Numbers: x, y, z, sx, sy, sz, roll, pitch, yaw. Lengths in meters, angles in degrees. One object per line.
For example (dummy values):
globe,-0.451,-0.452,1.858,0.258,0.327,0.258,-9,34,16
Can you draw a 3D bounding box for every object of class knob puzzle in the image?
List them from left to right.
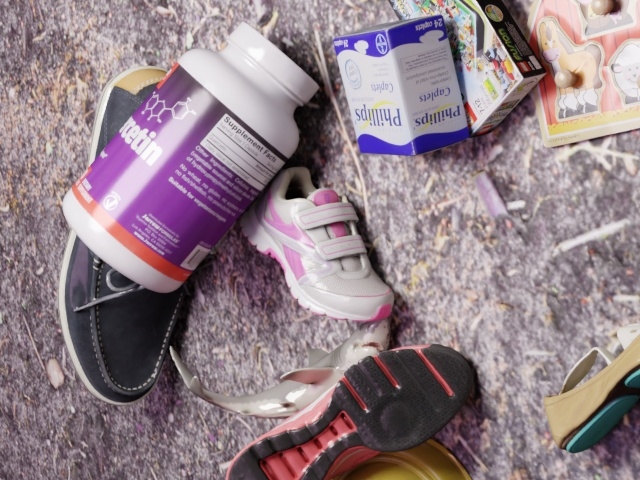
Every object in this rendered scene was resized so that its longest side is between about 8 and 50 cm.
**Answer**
knob puzzle,0.269,-0.200,1.014,0.213,0.030,0.213,11,105,44

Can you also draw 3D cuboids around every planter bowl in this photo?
planter bowl,0.078,0.338,1.231,0.217,0.090,0.217,0,90,31

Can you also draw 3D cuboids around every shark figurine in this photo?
shark figurine,-0.038,0.171,1.326,0.116,0.278,0.166,-98,-7,-54

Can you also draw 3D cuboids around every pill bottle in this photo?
pill bottle,-0.153,-0.105,1.284,0.323,0.181,0.181,-50,58,3

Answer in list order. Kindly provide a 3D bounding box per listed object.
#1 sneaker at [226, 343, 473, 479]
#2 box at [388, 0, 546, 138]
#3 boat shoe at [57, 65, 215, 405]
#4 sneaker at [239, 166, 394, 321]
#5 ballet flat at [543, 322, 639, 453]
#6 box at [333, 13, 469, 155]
sneaker,0.031,0.209,1.232,0.314,0.136,0.116,-30,89,5
box,0.147,-0.225,1.110,0.207,0.036,0.114,62,147,17
boat shoe,-0.250,0.010,1.472,0.156,0.187,0.500,25,110,46
sneaker,0.000,0.000,1.272,0.252,0.103,0.111,43,127,31
ballet flat,0.296,0.124,1.020,0.232,0.080,0.073,-50,48,37
box,0.085,-0.166,1.133,0.126,0.072,0.137,13,121,64
